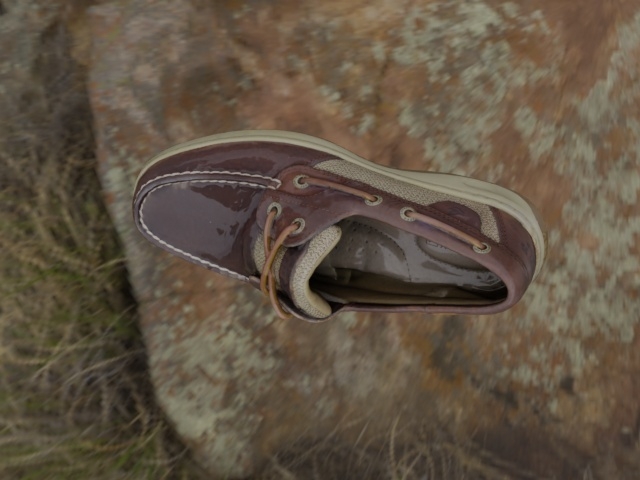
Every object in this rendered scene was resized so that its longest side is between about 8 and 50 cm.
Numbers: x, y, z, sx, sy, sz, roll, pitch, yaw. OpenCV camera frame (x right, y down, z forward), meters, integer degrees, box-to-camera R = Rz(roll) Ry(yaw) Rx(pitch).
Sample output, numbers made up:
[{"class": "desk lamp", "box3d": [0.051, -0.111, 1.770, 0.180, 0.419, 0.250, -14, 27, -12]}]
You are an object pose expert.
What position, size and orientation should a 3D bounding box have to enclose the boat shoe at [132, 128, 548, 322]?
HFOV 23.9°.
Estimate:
[{"class": "boat shoe", "box3d": [0.000, 0.000, 1.184, 0.342, 0.123, 0.123, 12, 119, 13]}]
